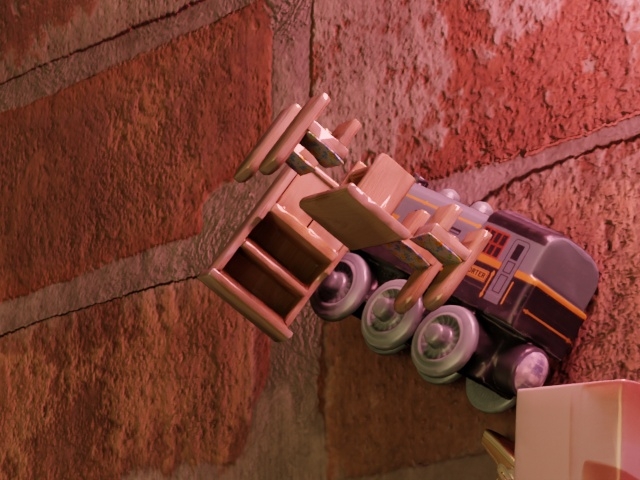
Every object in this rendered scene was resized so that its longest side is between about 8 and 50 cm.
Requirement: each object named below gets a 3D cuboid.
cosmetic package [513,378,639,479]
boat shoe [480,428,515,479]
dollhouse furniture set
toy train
[{"bbox_3d":[0.263,0.284,1.668,0.129,0.153,0.296,-10,72,45],"label":"cosmetic package"},{"bbox_3d":[0.195,0.238,1.825,0.045,0.050,0.135,-54,46,12],"label":"boat shoe"},{"bbox_3d":[0.000,0.000,1.798,0.161,0.212,0.242,-54,13,-16],"label":"dollhouse furniture set"},{"bbox_3d":[0.130,0.046,1.902,0.334,0.142,0.190,27,84,50],"label":"toy train"}]
